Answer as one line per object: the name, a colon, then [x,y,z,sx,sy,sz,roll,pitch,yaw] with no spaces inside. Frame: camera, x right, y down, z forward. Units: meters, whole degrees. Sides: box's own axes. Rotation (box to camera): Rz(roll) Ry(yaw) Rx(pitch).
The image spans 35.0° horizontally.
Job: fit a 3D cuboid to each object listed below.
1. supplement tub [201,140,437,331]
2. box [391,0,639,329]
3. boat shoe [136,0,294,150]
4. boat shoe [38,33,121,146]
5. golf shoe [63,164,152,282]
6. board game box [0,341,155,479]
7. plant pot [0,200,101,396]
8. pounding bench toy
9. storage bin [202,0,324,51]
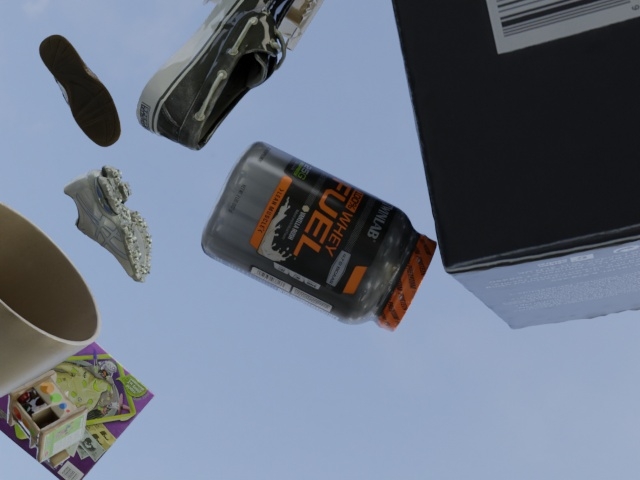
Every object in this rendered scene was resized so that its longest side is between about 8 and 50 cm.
supplement tub: [0.000,0.000,0.907,0.190,0.117,0.117,26,-58,1]
box: [0.256,-0.186,1.021,0.298,0.472,0.479,-13,-104,16]
boat shoe: [-0.069,-0.165,0.895,0.070,0.219,0.077,28,-23,16]
boat shoe: [-0.289,-0.183,1.249,0.056,0.049,0.152,-29,-89,0]
golf shoe: [-0.289,-0.019,1.388,0.086,0.069,0.176,-9,-63,18]
board game box: [-0.469,0.220,1.672,0.347,0.208,0.056,45,-16,-11]
plant pot: [-0.478,0.120,1.330,0.274,0.256,0.256,-40,-77,11]
pounding bench toy: [-0.276,0.182,1.012,0.065,0.052,0.083,42,-43,23]
storage bin: [-0.010,-0.391,1.111,0.123,0.262,0.260,24,-17,-10]
